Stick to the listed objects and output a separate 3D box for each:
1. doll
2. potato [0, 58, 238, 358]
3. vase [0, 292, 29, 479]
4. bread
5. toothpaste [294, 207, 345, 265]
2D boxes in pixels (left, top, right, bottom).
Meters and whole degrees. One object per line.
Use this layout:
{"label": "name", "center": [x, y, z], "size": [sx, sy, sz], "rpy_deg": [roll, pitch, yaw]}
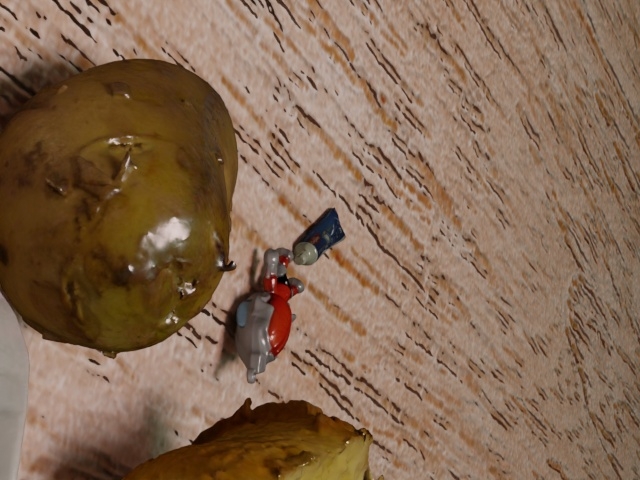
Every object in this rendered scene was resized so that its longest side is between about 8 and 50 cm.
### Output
{"label": "doll", "center": [-0.037, 0.053, 1.016], "size": [0.114, 0.039, 0.057], "rpy_deg": [-68, 180, -47]}
{"label": "potato", "center": [-0.103, -0.019, 0.757], "size": [0.176, 0.137, 0.137], "rpy_deg": [-81, 168, -68]}
{"label": "vase", "center": [-0.235, -0.013, 0.352], "size": [0.445, 0.250, 0.250], "rpy_deg": [61, 42, -59]}
{"label": "bread", "center": [-0.073, 0.210, 0.854], "size": [0.160, 0.147, 0.260], "rpy_deg": [-11, 120, -57]}
{"label": "toothpaste", "center": [0.000, 0.000, 1.109], "size": [0.083, 0.019, 0.027], "rpy_deg": [-45, 118, -59]}
